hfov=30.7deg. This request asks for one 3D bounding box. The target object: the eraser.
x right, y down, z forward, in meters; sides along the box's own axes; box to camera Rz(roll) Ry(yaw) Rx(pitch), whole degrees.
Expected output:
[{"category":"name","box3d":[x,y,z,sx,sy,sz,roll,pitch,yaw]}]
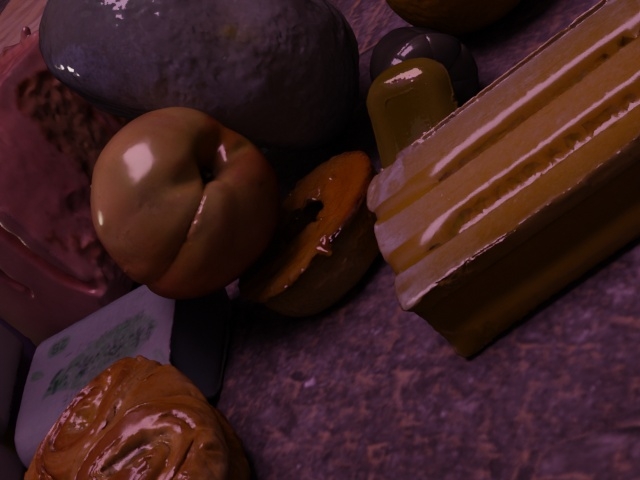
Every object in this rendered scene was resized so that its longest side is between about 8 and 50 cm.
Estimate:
[{"category":"eraser","box3d":[-0.202,0.131,1.192,0.227,0.081,0.174,-28,35,27]}]

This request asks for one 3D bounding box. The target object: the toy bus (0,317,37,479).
[{"category":"toy bus","box3d":[-0.433,0.242,1.199,0.249,0.209,0.440,-42,26,20]}]

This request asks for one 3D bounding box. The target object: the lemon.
[{"category":"lemon","box3d":[0.140,-0.308,1.202,0.187,0.187,0.244,-61,-1,-25]}]

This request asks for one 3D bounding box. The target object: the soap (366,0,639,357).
[{"category":"soap","box3d":[0.191,-0.065,0.925,0.315,0.091,0.199,-39,29,14]}]

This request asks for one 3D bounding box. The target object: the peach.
[{"category":"peach","box3d":[-0.128,-0.032,1.091,0.184,0.184,0.184,-32,32,23]}]

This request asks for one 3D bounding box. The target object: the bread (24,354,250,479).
[{"category":"bread","box3d":[-0.161,0.211,0.991,0.198,0.120,0.236,-48,31,-1]}]

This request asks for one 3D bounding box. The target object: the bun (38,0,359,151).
[{"category":"bun","box3d":[-0.120,-0.216,1.249,0.362,0.362,0.211,15,92,58]}]

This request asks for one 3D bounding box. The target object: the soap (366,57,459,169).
[{"category":"soap","box3d":[0.092,-0.099,1.085,0.089,0.045,0.140,-17,79,25]}]

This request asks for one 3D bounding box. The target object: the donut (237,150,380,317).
[{"category":"donut","box3d":[0.000,0.000,1.117,0.178,0.065,0.162,-56,25,-15]}]

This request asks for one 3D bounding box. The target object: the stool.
[{"category":"stool","box3d":[0.100,-0.167,1.167,0.096,0.096,0.110,-44,25,3]}]

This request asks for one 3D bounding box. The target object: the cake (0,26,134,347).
[{"category":"cake","box3d":[-0.351,-0.054,1.409,0.314,0.293,0.307,-27,31,42]}]
